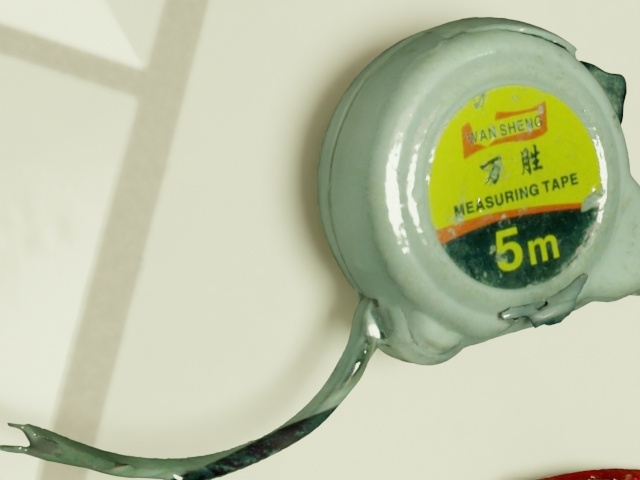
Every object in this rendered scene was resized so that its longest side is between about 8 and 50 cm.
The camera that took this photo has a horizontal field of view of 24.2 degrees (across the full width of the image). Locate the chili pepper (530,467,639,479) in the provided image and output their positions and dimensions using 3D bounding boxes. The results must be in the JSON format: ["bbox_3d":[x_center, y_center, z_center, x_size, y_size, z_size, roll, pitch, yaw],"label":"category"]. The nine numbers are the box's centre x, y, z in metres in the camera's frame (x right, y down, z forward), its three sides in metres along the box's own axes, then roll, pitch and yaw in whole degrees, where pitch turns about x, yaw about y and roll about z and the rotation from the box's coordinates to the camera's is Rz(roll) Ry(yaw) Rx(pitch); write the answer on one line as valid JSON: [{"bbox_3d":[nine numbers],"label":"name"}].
[{"bbox_3d":[0.148,0.131,0.744,0.178,0.027,0.045,-7,96,-23],"label":"chili pepper"}]

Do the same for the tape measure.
[{"bbox_3d":[0.000,0.001,0.649,0.330,0.084,0.164,-15,93,-24],"label":"tape measure"}]
